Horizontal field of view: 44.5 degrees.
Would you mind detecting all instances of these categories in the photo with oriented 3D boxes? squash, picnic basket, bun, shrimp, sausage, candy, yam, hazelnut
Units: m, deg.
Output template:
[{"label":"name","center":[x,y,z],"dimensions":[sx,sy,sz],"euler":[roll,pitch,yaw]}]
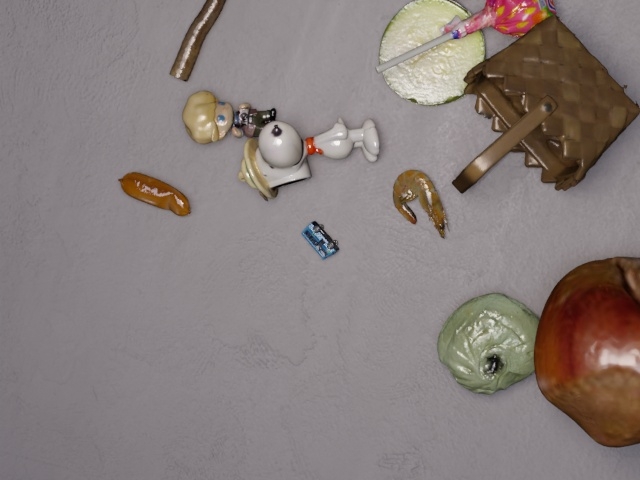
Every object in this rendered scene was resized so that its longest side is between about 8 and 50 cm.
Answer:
[{"label":"squash","center":[0.229,-0.383,1.597],"dimensions":[0.219,0.041,0.219],"euler":[1,94,8]},{"label":"picnic basket","center":[0.381,-0.217,1.469],"dimensions":[0.321,0.254,0.291],"euler":[-42,88,2]},{"label":"bun","center":[0.351,0.213,1.605],"dimensions":[0.221,0.108,0.221],"euler":[1,97,12]},{"label":"shrimp","center":[0.206,-0.069,1.634],"dimensions":[0.095,0.045,0.162],"euler":[-25,93,14]},{"label":"sausage","center":[-0.366,-0.106,1.744],"dimensions":[0.183,0.054,0.062],"euler":[20,133,7]},{"label":"candy","center":[0.273,-0.402,1.508],"dimensions":[0.365,0.124,0.124],"euler":[-26,91,-1]},{"label":"yam","center":[-0.237,-0.496,1.675],"dimensions":[0.045,0.045,0.327],"euler":[35,103,38]},{"label":"hazelnut","center":[0.579,0.201,1.464],"dimensions":[0.372,0.315,0.372],"euler":[-4,67,9]}]

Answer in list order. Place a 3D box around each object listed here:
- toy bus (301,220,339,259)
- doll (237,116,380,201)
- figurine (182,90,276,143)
[{"label":"toy bus","center":[0.000,0.000,1.688],"dimensions":[0.046,0.038,0.083],"euler":[-42,86,18]},{"label":"doll","center":[-0.023,-0.172,1.627],"dimensions":[0.271,0.208,0.144],"euler":[-3,70,-21]},{"label":"figurine","center":[-0.195,-0.255,1.665],"dimensions":[0.196,0.108,0.114],"euler":[5,81,4]}]
